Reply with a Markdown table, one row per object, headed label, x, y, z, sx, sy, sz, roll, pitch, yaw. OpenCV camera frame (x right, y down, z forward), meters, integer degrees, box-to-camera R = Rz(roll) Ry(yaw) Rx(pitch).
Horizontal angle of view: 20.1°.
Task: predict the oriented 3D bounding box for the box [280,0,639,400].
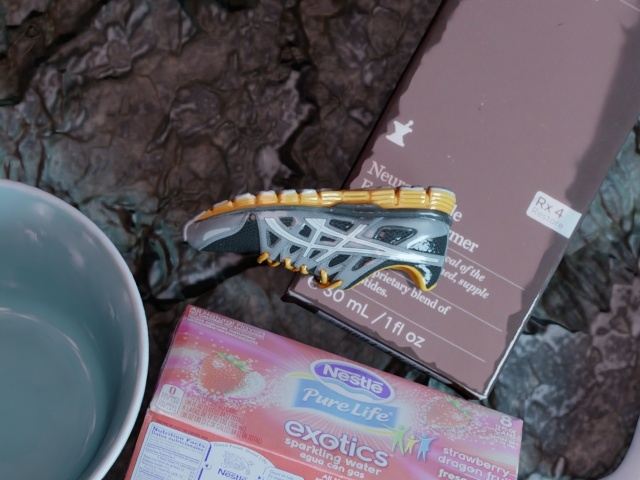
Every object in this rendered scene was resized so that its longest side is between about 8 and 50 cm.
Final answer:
| label | x | y | z | sx | sy | sz | roll | pitch | yaw |
| --- | --- | --- | --- | --- | --- | --- | --- | --- | --- |
| box | 0.140 | -0.074 | 1.519 | 0.191 | 0.143 | 0.381 | 28 | 85 | -1 |

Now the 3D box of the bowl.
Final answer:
| label | x | y | z | sx | sy | sz | roll | pitch | yaw |
| --- | --- | --- | --- | --- | --- | --- | --- | --- | --- |
| bowl | -0.280 | 0.120 | 1.450 | 0.311 | 0.163 | 0.312 | -1 | 68 | 4 |

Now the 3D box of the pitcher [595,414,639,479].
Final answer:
| label | x | y | z | sx | sy | sz | roll | pitch | yaw |
| --- | --- | --- | --- | --- | --- | --- | --- | --- | --- |
| pitcher | 0.343 | 0.179 | 1.540 | 0.177 | 0.125 | 0.207 | 34 | 97 | -22 |

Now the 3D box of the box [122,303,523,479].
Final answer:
| label | x | y | z | sx | sy | sz | roll | pitch | yaw |
| --- | --- | --- | --- | --- | --- | --- | --- | --- | --- |
| box | -0.002 | 0.191 | 1.469 | 0.299 | 0.142 | 0.154 | 19 | 127 | -2 |

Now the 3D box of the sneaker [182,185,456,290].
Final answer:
| label | x | y | z | sx | sy | sz | roll | pitch | yaw |
| --- | --- | --- | --- | --- | --- | --- | --- | --- | --- |
| sneaker | 0.000 | 0.000 | 1.403 | 0.214 | 0.084 | 0.083 | -1 | 92 | -3 |
